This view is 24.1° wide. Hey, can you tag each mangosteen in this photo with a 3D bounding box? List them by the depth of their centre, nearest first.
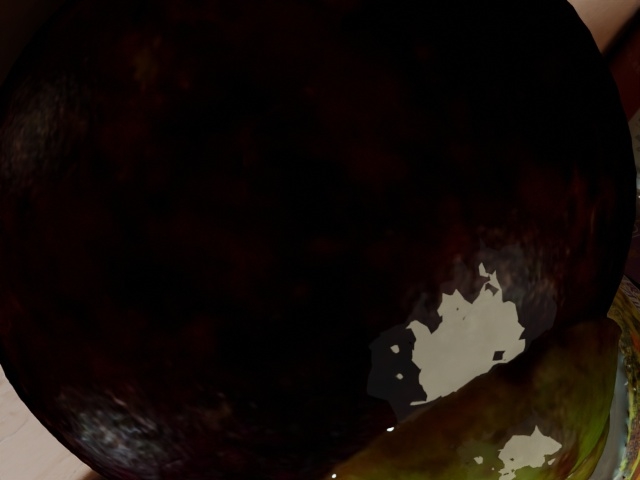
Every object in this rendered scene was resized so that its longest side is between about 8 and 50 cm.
[{"bbox_3d":[0.000,0.000,0.436,0.210,0.210,0.210,-45,168,-12],"label":"mangosteen"}]

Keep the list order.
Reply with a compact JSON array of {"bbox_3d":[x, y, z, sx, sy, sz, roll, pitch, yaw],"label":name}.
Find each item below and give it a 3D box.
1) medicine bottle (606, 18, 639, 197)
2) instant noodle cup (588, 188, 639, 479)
[{"bbox_3d":[0.315,-0.137,1.291,0.131,0.131,0.250,-32,162,-53],"label":"medicine bottle"},{"bbox_3d":[0.157,0.113,1.187,0.340,0.340,0.266,-51,157,18],"label":"instant noodle cup"}]
